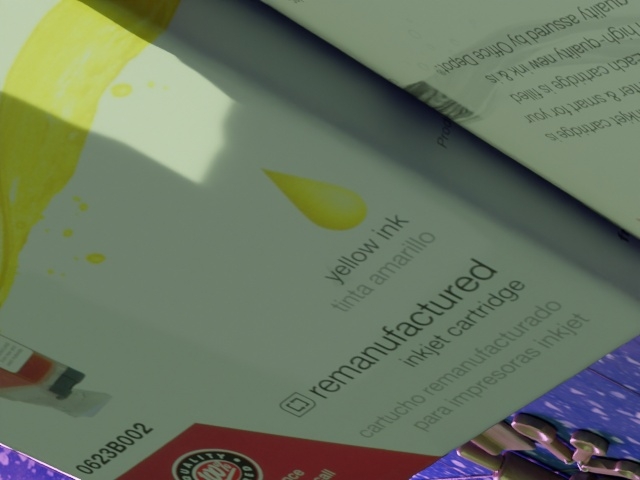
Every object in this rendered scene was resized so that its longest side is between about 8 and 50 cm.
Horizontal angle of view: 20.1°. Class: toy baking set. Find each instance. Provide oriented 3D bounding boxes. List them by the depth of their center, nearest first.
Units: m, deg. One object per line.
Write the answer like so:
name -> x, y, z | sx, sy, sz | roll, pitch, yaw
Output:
toy baking set -> 0.229, 0.205, 1.487 | 0.256, 0.030, 0.197 | 27, 163, -13

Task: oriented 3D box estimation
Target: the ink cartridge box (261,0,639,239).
ink cartridge box -> 0.080, -0.112, 0.526 | 0.283, 0.117, 0.207 | 30, 163, -19

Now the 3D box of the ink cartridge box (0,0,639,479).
ink cartridge box -> -0.098, -0.052, 0.708 | 0.385, 0.160, 0.279 | 28, 139, -21
